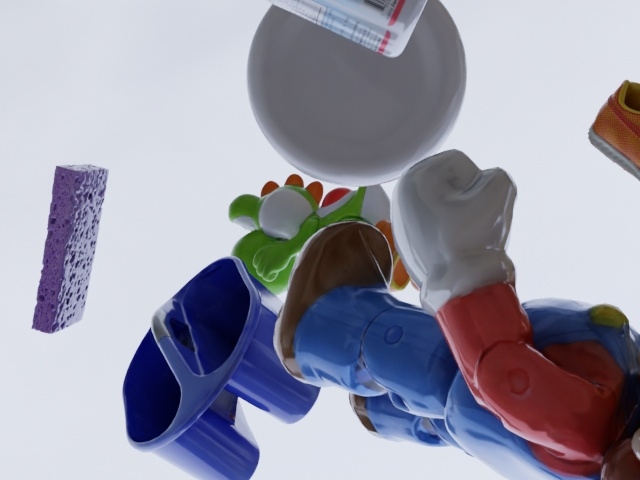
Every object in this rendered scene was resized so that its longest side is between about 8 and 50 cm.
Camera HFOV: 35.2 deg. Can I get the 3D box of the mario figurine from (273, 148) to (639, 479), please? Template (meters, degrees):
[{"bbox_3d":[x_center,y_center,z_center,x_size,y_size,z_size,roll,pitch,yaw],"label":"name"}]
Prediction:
[{"bbox_3d":[0.133,0.054,0.415,0.198,0.170,0.320,-2,-168,-38],"label":"mario figurine"}]

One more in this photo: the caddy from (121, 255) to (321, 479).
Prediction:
[{"bbox_3d":[-0.142,0.153,1.280,0.241,0.179,0.341,-50,-159,4],"label":"caddy"}]

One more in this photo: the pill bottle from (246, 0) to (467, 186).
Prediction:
[{"bbox_3d":[0.048,-0.164,1.101,0.210,0.210,0.363,-25,-179,6],"label":"pill bottle"}]

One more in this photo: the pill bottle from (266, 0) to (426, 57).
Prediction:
[{"bbox_3d":[-0.003,-0.190,0.658,0.160,0.087,0.087,25,-129,-2],"label":"pill bottle"}]

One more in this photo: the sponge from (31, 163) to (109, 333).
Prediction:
[{"bbox_3d":[-0.318,0.008,1.286,0.031,0.210,0.117,12,-172,6],"label":"sponge"}]

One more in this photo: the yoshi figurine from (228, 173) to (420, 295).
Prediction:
[{"bbox_3d":[-0.001,0.028,1.528,0.362,0.204,0.203,12,-135,36],"label":"yoshi figurine"}]

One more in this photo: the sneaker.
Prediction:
[{"bbox_3d":[0.264,-0.059,0.727,0.175,0.064,0.067,49,-57,38],"label":"sneaker"}]
